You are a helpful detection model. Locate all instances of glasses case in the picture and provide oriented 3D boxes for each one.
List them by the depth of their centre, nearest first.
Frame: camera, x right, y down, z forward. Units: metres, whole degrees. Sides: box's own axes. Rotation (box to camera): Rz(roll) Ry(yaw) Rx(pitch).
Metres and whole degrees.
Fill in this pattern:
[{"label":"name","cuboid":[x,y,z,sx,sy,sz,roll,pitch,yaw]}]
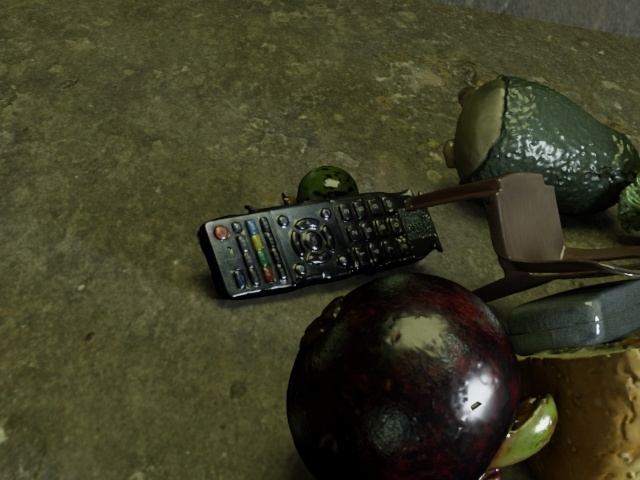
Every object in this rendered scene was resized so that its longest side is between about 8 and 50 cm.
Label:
[{"label":"glasses case","cuboid":[0.368,0.104,1.822,0.131,0.074,0.323,-11,-2,28]}]

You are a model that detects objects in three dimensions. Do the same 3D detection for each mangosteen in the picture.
[{"label":"mangosteen","cuboid":[0.103,0.176,1.452,0.288,0.288,0.288,9,24,-4]}]

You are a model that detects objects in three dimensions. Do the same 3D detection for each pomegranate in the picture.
[{"label":"pomegranate","cuboid":[-0.006,-0.057,2.104,0.161,0.122,0.122,-8,20,16]}]

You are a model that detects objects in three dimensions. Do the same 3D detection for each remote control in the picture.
[{"label":"remote control","cuboid":[0.000,0.000,1.971,0.399,0.062,0.144,-10,72,-33]}]

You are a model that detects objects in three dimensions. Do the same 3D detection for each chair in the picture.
[{"label":"chair","cuboid":[0.308,-0.013,1.855,0.326,0.183,0.176,-15,-3,40]}]

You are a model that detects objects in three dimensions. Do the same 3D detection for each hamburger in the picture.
[{"label":"hamburger","cuboid":[0.331,0.219,1.529,0.162,0.209,0.330,-8,-8,-18]}]

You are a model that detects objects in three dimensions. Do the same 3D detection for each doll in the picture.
[{"label":"doll","cuboid":[0.401,-0.157,2.360,0.350,0.247,0.247,14,23,-12]}]

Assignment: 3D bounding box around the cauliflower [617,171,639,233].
[{"label":"cauliflower","cuboid":[0.640,-0.015,2.203,0.272,0.275,0.250,41,67,-1]}]
